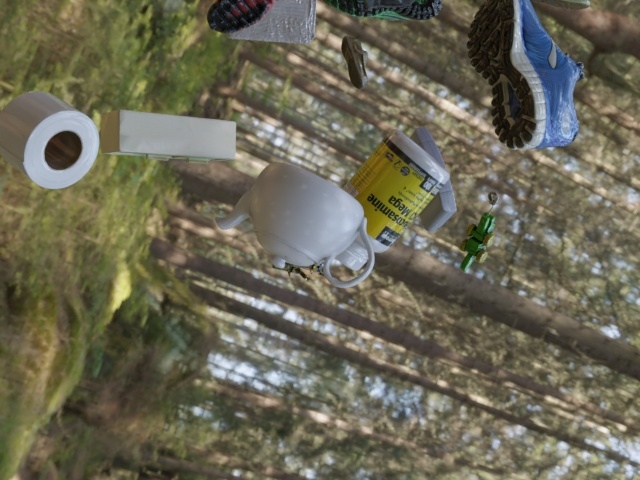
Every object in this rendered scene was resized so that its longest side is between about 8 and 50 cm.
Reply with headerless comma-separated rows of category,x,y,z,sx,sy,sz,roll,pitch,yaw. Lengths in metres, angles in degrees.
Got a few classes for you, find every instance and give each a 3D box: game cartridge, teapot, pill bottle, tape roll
game cartridge,0.337,-0.196,2.459,0.198,0.062,0.297,112,-38,-68
teapot,-0.042,-0.028,1.584,0.256,0.253,0.187,13,-105,59
pill bottle,0.146,-0.094,1.928,0.334,0.188,0.188,-50,-155,12
tape roll,-0.794,-0.293,2.264,0.169,0.246,0.246,31,-81,31

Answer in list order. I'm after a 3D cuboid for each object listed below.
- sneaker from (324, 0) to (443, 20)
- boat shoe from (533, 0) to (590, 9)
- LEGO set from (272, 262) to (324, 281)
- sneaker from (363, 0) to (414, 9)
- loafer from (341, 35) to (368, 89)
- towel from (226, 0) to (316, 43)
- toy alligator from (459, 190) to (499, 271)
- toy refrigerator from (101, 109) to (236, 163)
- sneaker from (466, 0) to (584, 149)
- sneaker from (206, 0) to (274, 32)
sneaker,0.144,-0.642,2.078,0.146,0.344,0.134,-166,-98,-68
boat shoe,0.442,-0.478,1.487,0.153,0.056,0.048,21,-81,26
LEGO set,0.000,0.000,2.260,0.331,0.192,0.254,148,-46,-68
sneaker,0.154,-0.615,1.581,0.109,0.130,0.286,-77,170,-60
loafer,0.088,-0.415,1.799,0.056,0.050,0.148,111,-32,-61
towel,-0.152,-0.711,2.420,0.049,0.282,0.187,-100,-167,-61
toy alligator,0.339,-0.019,1.612,0.056,0.051,0.189,35,-60,31
toy refrigerator,-0.323,-0.217,1.668,0.102,0.270,0.094,3,-87,52
sneaker,0.351,-0.291,1.311,0.130,0.147,0.329,-40,-129,54
sneaker,-0.145,-0.574,1.766,0.276,0.097,0.135,-37,-146,7
